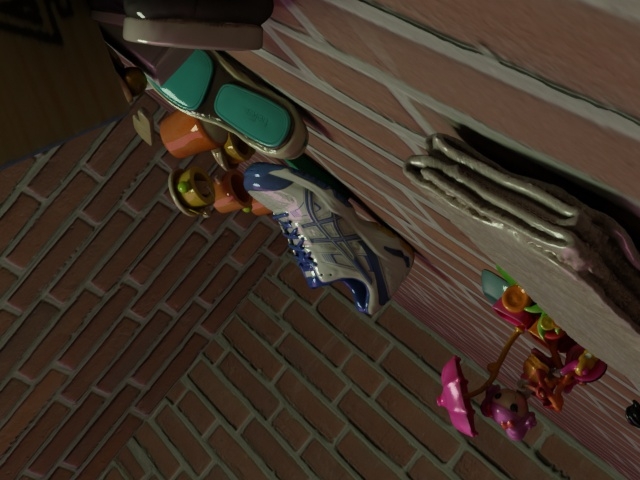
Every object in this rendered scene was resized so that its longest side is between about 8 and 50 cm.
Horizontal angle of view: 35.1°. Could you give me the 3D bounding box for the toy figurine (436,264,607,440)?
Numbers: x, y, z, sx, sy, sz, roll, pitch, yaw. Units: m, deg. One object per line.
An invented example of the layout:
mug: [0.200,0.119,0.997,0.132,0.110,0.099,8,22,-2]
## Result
toy figurine: [0.195,0.132,0.995,0.173,0.159,0.130,37,177,32]

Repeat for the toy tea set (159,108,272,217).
toy tea set: [-0.144,-0.142,1.780,0.336,0.124,0.200,5,-114,-62]

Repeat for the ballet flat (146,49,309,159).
ballet flat: [-0.110,-0.170,1.165,0.248,0.086,0.086,38,177,20]

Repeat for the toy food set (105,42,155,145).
toy food set: [-0.205,-0.172,0.890,0.192,0.038,0.132,44,170,-5]

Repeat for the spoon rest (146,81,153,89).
spoon rest: [-0.373,-0.348,1.712,0.276,0.084,0.137,39,178,-17]

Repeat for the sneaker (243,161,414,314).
sneaker: [0.000,0.000,1.490,0.296,0.131,0.112,33,168,-14]

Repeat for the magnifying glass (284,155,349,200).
magnifying glass: [-0.048,-0.129,1.514,0.231,0.026,0.092,41,177,-14]

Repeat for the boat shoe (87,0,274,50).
boat shoe: [-0.093,-0.182,0.668,0.112,0.096,0.335,3,-167,-16]

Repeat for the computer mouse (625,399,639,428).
computer mouse: [0.421,0.249,1.099,0.193,0.042,0.106,37,176,46]

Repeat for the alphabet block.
alphabet block: [-0.293,-0.144,0.756,0.193,0.192,0.197,-44,-63,-60]

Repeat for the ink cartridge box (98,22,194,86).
ink cartridge box: [-0.201,-0.245,0.902,0.218,0.092,0.158,38,178,-7]

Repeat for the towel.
towel: [0.187,0.034,0.686,0.282,0.049,0.187,40,179,-37]

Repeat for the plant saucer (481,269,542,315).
plant saucer: [0.228,0.079,1.165,0.119,0.021,0.119,40,177,2]
